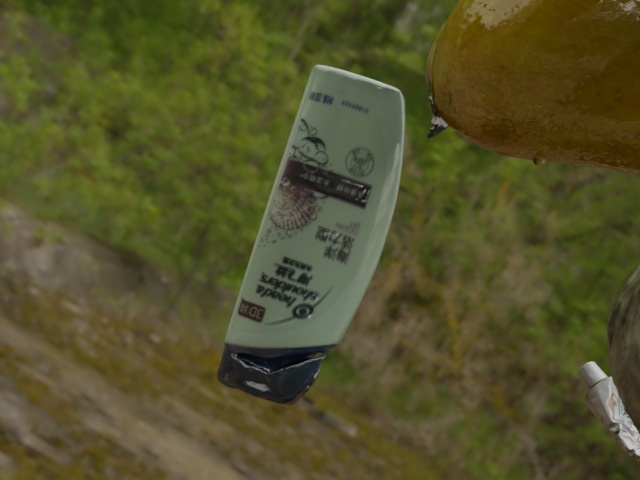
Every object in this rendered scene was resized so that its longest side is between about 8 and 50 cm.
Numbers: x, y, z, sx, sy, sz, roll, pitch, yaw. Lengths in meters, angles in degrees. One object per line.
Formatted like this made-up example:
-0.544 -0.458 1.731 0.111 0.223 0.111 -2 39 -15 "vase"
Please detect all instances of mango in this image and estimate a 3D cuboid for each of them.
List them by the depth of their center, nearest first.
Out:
0.323 -0.195 1.623 0.220 0.445 0.301 -134 -151 -81 "mango"

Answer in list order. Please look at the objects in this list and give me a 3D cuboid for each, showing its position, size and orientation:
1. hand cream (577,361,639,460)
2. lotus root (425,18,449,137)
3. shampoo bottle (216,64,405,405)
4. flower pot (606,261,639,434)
0.372 0.215 1.781 0.084 0.050 0.257 -16 39 -34 "hand cream"
0.197 -0.230 2.147 0.125 0.221 0.118 28 3 -33 "lotus root"
0.000 0.000 1.752 0.134 0.359 0.078 17 -2 5 "shampoo bottle"
0.408 0.053 1.271 0.293 0.293 0.330 31 -43 -21 "flower pot"
